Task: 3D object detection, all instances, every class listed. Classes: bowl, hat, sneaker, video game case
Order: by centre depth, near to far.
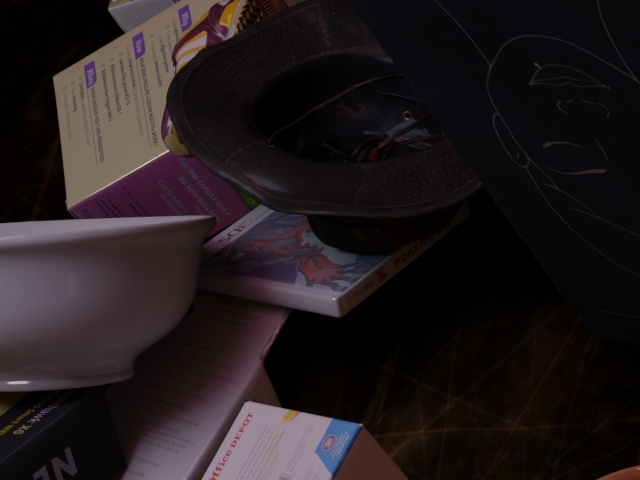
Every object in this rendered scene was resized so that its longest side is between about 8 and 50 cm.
[{"bbox_3d":[-0.231,0.052,1.654,0.297,0.298,0.134,0,94,38],"label":"bowl"},{"bbox_3d":[0.037,-0.078,1.690,0.331,0.134,0.331,-4,39,4],"label":"hat"},{"bbox_3d":[0.000,0.000,1.733,0.201,0.023,0.183,10,36,42],"label":"video game case"},{"bbox_3d":[-0.106,-0.145,1.797,0.084,0.069,0.185,-6,44,44],"label":"sneaker"}]

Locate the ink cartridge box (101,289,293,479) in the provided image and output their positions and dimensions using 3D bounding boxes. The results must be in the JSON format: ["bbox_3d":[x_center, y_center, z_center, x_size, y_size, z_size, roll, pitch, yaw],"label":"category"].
[{"bbox_3d":[-0.185,0.162,1.746,0.303,0.072,0.307,11,57,44],"label":"ink cartridge box"}]

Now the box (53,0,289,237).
[{"bbox_3d":[-0.124,-0.119,1.924,0.243,0.117,0.213,-30,40,13],"label":"box"}]

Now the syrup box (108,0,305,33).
[{"bbox_3d":[-0.096,-0.274,2.064,0.236,0.096,0.093,-13,48,28],"label":"syrup box"}]

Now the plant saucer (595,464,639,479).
[{"bbox_3d":[0.225,0.247,1.369,0.200,0.037,0.200,-21,42,20],"label":"plant saucer"}]

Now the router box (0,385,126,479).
[{"bbox_3d":[-0.347,0.216,1.596,0.243,0.081,0.309,-1,23,35],"label":"router box"}]

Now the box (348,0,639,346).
[{"bbox_3d":[0.334,-0.141,1.311,0.480,0.472,0.297,9,58,43],"label":"box"}]

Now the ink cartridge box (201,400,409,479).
[{"bbox_3d":[-0.020,0.195,1.565,0.143,0.090,0.092,8,58,43],"label":"ink cartridge box"}]
